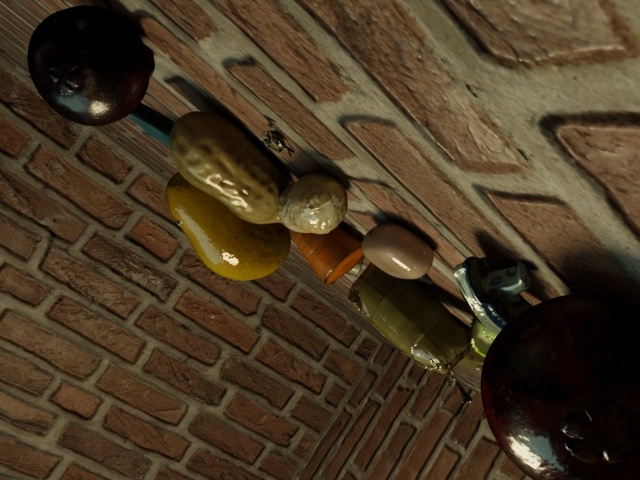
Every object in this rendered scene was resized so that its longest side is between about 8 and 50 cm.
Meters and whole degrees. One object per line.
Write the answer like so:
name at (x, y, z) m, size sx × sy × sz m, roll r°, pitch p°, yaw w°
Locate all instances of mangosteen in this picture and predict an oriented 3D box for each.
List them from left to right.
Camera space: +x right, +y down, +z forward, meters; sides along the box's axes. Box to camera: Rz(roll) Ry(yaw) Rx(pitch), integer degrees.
mangosteen at (-0.441, -0.346, 1.167) m, size 0.228 × 0.228 × 0.265 m, roll 35°, pitch -158°, yaw -7°
mangosteen at (0.410, 0.232, 0.927) m, size 0.306 × 0.305 × 0.359 m, roll 32°, pitch -169°, yaw 11°

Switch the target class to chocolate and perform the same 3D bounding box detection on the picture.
chocolate at (-0.021, -0.076, 1.305) m, size 0.134 × 0.134 × 0.309 m, roll 36°, pitch 169°, yaw -10°

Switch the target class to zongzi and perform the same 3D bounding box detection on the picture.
zongzi at (0.300, 0.275, 1.689) m, size 0.447 × 0.181 × 0.418 m, roll 44°, pitch 175°, yaw 24°
zongzi at (0.419, 0.279, 1.803) m, size 0.228 × 0.115 × 0.256 m, roll 15°, pitch 139°, yaw 24°

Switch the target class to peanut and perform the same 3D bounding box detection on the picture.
peanut at (-0.204, -0.159, 1.407) m, size 0.387 × 0.169 × 0.192 m, roll 42°, pitch 174°, yaw -41°

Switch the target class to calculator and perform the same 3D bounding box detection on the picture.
calculator at (-0.481, -0.335, 1.834) m, size 0.293 × 0.051 × 0.173 m, roll 31°, pitch 172°, yaw 22°

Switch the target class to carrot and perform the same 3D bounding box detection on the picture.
carrot at (0.000, 0.000, 1.633) m, size 0.225 × 0.159 × 0.159 m, roll 42°, pitch 173°, yaw 16°

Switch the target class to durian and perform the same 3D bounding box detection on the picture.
durian at (0.461, 0.258, 1.602) m, size 0.215 × 0.086 × 0.100 m, roll 33°, pitch 138°, yaw -13°

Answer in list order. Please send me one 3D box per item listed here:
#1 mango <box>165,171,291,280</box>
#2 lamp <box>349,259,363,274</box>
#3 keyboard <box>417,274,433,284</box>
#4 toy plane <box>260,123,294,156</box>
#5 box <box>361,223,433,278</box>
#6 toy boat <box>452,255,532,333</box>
mango at (-0.277, -0.057, 1.760) m, size 0.445 × 0.301 × 0.221 m, roll 35°, pitch 173°, yaw -33°
lamp at (0.041, 0.044, 1.842) m, size 0.193 × 0.106 × 0.106 m, roll 25°, pitch 171°, yaw 0°
keyboard at (0.231, 0.063, 1.505) m, size 0.060 × 0.018 × 0.195 m, roll 23°, pitch 166°, yaw 40°
toy plane at (-0.094, -0.207, 1.205) m, size 0.049 × 0.031 × 0.120 m, roll 24°, pitch 170°, yaw 24°
box at (0.167, 0.025, 1.299) m, size 0.146 × 0.088 × 0.200 m, roll 35°, pitch 172°, yaw -8°
toy boat at (0.342, 0.102, 1.069) m, size 0.115 × 0.114 × 0.262 m, roll -14°, pitch 139°, yaw 34°
